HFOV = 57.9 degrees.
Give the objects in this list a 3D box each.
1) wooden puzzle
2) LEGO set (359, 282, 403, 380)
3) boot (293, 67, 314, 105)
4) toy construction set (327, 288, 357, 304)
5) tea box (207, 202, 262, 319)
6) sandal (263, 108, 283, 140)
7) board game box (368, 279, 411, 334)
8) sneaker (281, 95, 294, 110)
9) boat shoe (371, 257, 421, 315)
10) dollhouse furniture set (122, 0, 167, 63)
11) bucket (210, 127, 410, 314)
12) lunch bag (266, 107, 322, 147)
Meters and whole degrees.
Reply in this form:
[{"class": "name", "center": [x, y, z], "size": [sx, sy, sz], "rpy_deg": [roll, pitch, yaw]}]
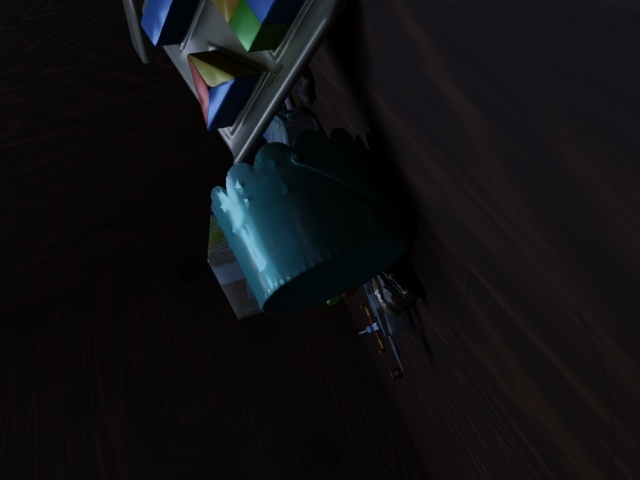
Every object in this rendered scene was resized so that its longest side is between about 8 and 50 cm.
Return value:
[{"class": "wooden puzzle", "center": [-0.142, -0.317, 0.772], "size": [0.348, 0.080, 0.322], "rpy_deg": [60, 139, 14]}, {"class": "LEGO set", "center": [0.109, 0.181, 1.199], "size": [0.182, 0.060, 0.244], "rpy_deg": [-113, 1, -57]}, {"class": "boot", "center": [-0.048, -0.338, 1.176], "size": [0.106, 0.037, 0.114], "rpy_deg": [52, 176, 14]}, {"class": "toy construction set", "center": [0.000, 0.000, 1.159], "size": [0.151, 0.215, 0.327], "rpy_deg": [26, -146, -41]}, {"class": "tea box", "center": [-0.109, -0.005, 1.575], "size": [0.323, 0.329, 0.220], "rpy_deg": [-103, -6, -54]}, {"class": "sandal", "center": [-0.130, -0.342, 1.866], "size": [0.317, 0.126, 0.138], "rpy_deg": [59, 175, -13]}, {"class": "board game box", "center": [0.101, 0.038, 1.269], "size": [0.305, 0.053, 0.193], "rpy_deg": [-118, 6, -56]}, {"class": "sneaker", "center": [-0.162, -0.424, 1.666], "size": [0.079, 0.121, 0.217], "rpy_deg": [69, 176, -53]}, {"class": "boat shoe", "center": [0.110, 0.026, 1.008], "size": [0.073, 0.073, 0.207], "rpy_deg": [-51, 58, 43]}, {"class": "dollhouse furniture set", "center": [-0.298, -0.557, 1.111], "size": [0.394, 0.256, 0.362], "rpy_deg": [57, 158, 27]}, {"class": "bucket", "center": [-0.011, -0.020, 0.883], "size": [0.281, 0.281, 0.183], "rpy_deg": [77, 168, -73]}, {"class": "lunch bag", "center": [-0.059, -0.210, 1.415], "size": [0.279, 0.108, 0.224], "rpy_deg": [-130, 34, -64]}]
